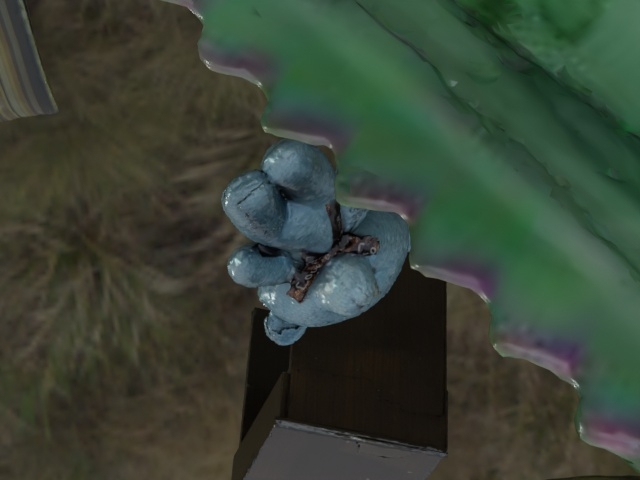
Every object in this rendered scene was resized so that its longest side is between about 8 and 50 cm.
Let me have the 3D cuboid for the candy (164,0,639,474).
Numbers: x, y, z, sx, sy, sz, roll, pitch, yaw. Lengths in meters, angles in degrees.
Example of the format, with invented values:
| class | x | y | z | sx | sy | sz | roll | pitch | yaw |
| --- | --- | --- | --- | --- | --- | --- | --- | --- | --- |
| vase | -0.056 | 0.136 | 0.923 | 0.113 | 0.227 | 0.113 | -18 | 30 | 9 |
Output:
| class | x | y | z | sx | sy | sz | roll | pitch | yaw |
| --- | --- | --- | --- | --- | --- | --- | --- | --- | --- |
| candy | 0.173 | -0.081 | 0.431 | 0.398 | 0.263 | 0.172 | -33 | 143 | -32 |

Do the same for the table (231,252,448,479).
| class | x | y | z | sx | sy | sz | roll | pitch | yaw |
| --- | --- | --- | --- | --- | --- | --- | --- | --- | --- |
| table | 0.018 | 0.157 | 1.793 | 0.196 | 0.282 | 0.250 | 11 | 146 | -11 |

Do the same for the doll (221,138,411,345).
| class | x | y | z | sx | sy | sz | roll | pitch | yaw |
| --- | --- | --- | --- | --- | --- | --- | --- | --- | --- |
| doll | 0.003 | 0.004 | 0.876 | 0.120 | 0.075 | 0.180 | -37 | 160 | -1 |

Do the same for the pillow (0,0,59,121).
| class | x | y | z | sx | sy | sz | roll | pitch | yaw |
| --- | --- | --- | --- | --- | --- | --- | --- | --- | --- |
| pillow | -0.430 | -0.245 | 1.947 | 0.212 | 0.208 | 0.052 | -7 | -166 | 36 |

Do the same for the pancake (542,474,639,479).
| class | x | y | z | sx | sy | sz | roll | pitch | yaw |
| --- | --- | --- | --- | --- | --- | --- | --- | --- | --- |
| pancake | 0.147 | 0.256 | 0.889 | 0.295 | 0.294 | 0.049 | -12 | 147 | -5 |
